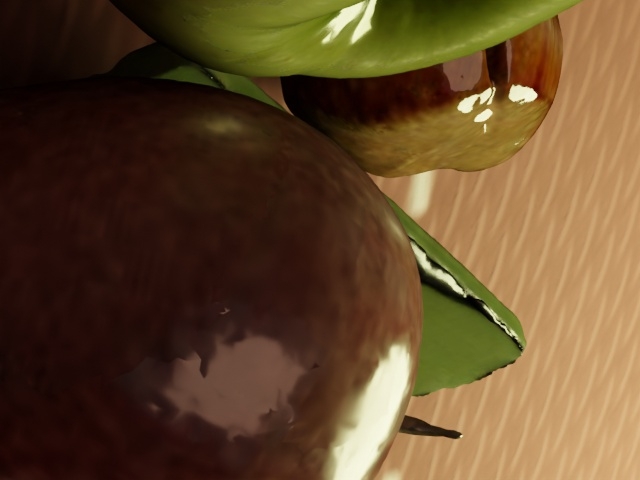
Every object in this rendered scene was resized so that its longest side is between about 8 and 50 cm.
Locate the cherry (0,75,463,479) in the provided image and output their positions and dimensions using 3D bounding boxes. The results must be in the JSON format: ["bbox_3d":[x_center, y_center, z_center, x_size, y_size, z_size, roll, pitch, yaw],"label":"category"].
[{"bbox_3d":[-0.075,0.043,0.563,0.285,0.213,0.236,12,133,-18],"label":"cherry"}]

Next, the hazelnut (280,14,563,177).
[{"bbox_3d":[0.048,-0.103,0.699,0.154,0.143,0.143,9,100,-53],"label":"hazelnut"}]

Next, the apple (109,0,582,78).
[{"bbox_3d":[0.011,-0.185,0.508,0.279,0.279,0.279,-19,119,-38],"label":"apple"}]

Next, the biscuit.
[{"bbox_3d":[0.000,0.000,0.723,0.322,0.099,0.038,37,40,-45],"label":"biscuit"}]
